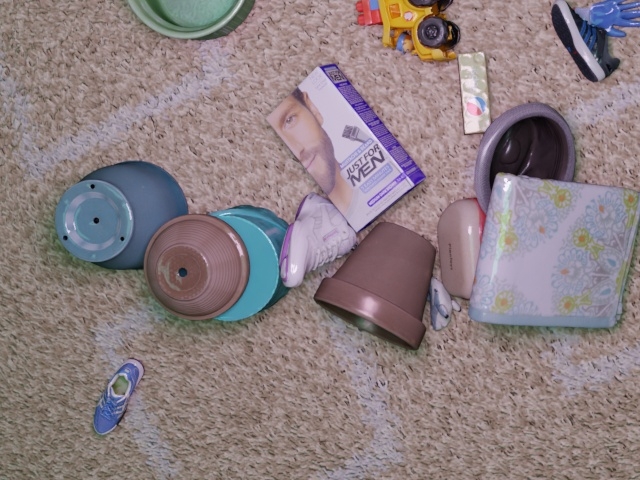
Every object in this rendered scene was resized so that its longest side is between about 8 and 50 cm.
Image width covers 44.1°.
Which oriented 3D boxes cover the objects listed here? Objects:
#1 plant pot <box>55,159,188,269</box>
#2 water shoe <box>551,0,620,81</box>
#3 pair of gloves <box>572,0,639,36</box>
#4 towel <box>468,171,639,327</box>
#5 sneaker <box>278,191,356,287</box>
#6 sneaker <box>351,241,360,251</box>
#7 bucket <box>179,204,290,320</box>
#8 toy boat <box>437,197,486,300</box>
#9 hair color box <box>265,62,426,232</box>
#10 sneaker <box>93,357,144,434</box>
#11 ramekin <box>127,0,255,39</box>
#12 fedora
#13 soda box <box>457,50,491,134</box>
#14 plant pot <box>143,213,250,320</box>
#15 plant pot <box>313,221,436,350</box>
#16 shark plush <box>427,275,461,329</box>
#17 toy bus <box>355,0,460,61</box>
[{"bbox_3d":[-0.475,-0.050,1.834,0.272,0.255,0.271,1,96,9],"label":"plant pot"},{"bbox_3d":[0.580,-0.448,1.735,0.080,0.073,0.203,-34,102,-3],"label":"water shoe"},{"bbox_3d":[0.632,-0.548,1.740,0.159,0.023,0.198,2,96,8],"label":"pair of gloves"},{"bbox_3d":[0.509,0.028,1.703,0.375,0.090,0.320,4,100,-21],"label":"towel"},{"bbox_3d":[0.000,0.000,1.753,0.152,0.305,0.114,20,129,3],"label":"sneaker"},{"bbox_3d":[0.061,-0.003,1.866,0.083,0.037,0.032,37,101,6],"label":"sneaker"},{"bbox_3d":[-0.194,0.052,1.836,0.281,0.183,0.281,1,95,9],"label":"bucket"},{"bbox_3d":[0.359,0.017,1.788,0.151,0.151,0.231,-7,95,-21],"label":"toy boat"},{"bbox_3d":[0.056,-0.210,1.788,0.185,0.110,0.339,-41,85,28],"label":"hair color box"},{"bbox_3d":[-0.516,0.391,1.966,0.080,0.081,0.211,26,100,4],"label":"sneaker"},{"bbox_3d":[-0.287,-0.604,1.811,0.304,0.148,0.303,1,95,9],"label":"ramekin"},{"bbox_3d":[0.428,-0.170,1.732,0.244,0.124,0.275,-5,109,-15],"label":"fedora"},{"bbox_3d":[0.347,-0.331,1.784,0.061,0.058,0.181,-5,95,9],"label":"soda box"},{"bbox_3d":[-0.279,0.061,1.703,0.237,0.110,0.237,1,94,9],"label":"plant pot"},{"bbox_3d":[0.150,0.091,1.775,0.263,0.263,0.229,27,80,6],"label":"plant pot"},{"bbox_3d":[0.259,0.129,1.841,0.067,0.073,0.161,-26,96,40],"label":"shark plush"},{"bbox_3d":[0.190,-0.493,1.760,0.212,0.149,0.220,-9,96,22],"label":"toy bus"}]
